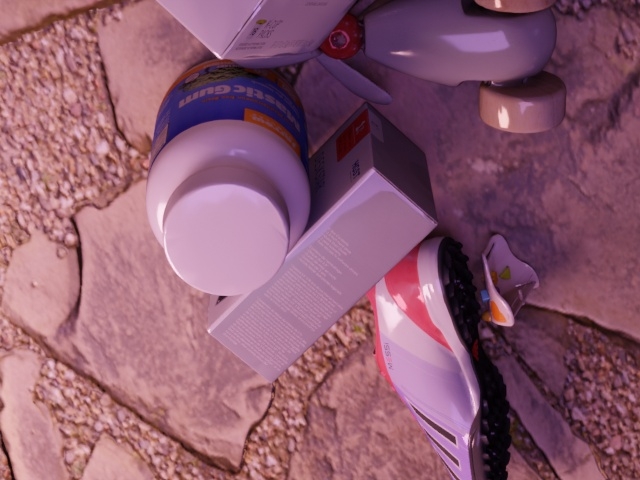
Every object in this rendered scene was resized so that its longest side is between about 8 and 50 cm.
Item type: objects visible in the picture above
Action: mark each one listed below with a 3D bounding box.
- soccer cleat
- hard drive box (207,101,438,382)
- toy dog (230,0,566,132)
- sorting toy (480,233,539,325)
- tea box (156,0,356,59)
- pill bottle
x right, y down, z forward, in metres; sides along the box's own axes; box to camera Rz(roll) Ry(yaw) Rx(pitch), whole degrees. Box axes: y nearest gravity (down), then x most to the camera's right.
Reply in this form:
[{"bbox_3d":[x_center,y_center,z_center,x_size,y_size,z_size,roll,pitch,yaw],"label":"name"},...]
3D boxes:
[{"bbox_3d":[0.119,0.142,1.939,0.116,0.108,0.318,-6,118,22],"label":"soccer cleat"},{"bbox_3d":[0.000,0.000,1.816,0.089,0.181,0.232,41,107,-17],"label":"hard drive box"},{"bbox_3d":[0.090,-0.212,1.762,0.333,0.161,0.220,23,116,4],"label":"toy dog"},{"bbox_3d":[0.183,0.036,1.903,0.045,0.083,0.075,-6,115,30],"label":"sorting toy"},{"bbox_3d":[-0.065,-0.377,1.550,0.329,0.220,0.323,43,110,12],"label":"tea box"},{"bbox_3d":[-0.085,-0.058,1.734,0.152,0.272,0.152,-1,115,-2],"label":"pill bottle"}]
